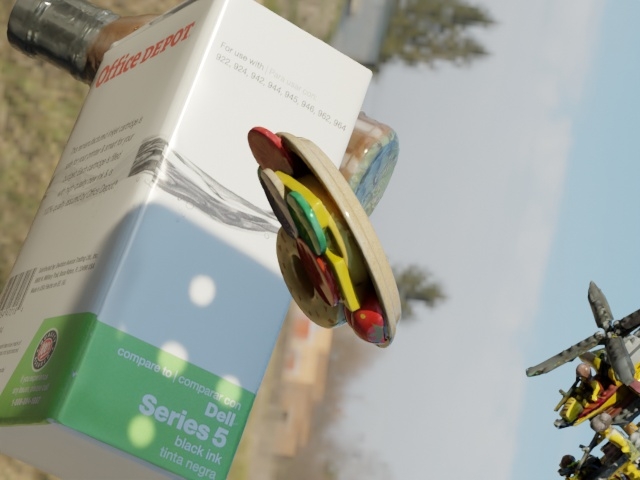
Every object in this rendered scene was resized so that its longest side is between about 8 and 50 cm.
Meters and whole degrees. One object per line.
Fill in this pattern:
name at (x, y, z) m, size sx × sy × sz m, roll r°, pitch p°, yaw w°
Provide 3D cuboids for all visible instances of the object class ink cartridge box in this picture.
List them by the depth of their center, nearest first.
ink cartridge box at (-0.099, 0.006, 1.027) m, size 0.198 × 0.115 × 0.273 m, roll -13°, pitch -127°, yaw 61°

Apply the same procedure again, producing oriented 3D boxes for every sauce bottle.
sauce bottle at (-0.106, -0.118, 1.432) m, size 0.111 × 0.344 × 0.111 m, roll -57°, pitch 164°, yaw -26°

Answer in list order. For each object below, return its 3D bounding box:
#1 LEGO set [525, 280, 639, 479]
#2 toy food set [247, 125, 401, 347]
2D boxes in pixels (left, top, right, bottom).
LEGO set at (0.153, 0.171, 0.941) m, size 0.255 × 0.192 × 0.331 m, roll -38°, pitch -154°, yaw 13°
toy food set at (0.000, 0.000, 0.568) m, size 0.083 × 0.020 × 0.082 m, roll 42°, pitch -24°, yaw 61°
